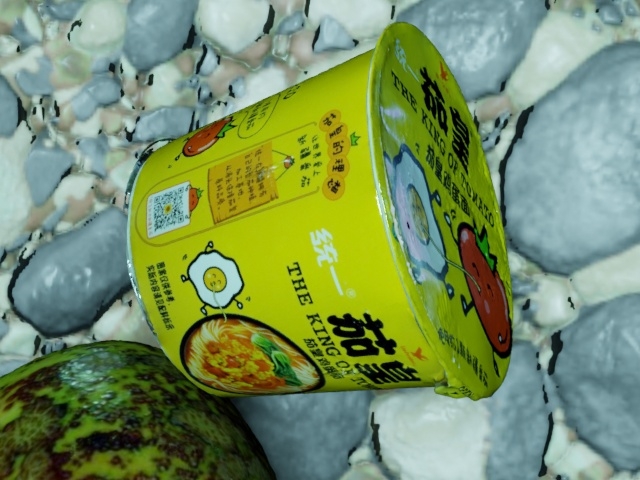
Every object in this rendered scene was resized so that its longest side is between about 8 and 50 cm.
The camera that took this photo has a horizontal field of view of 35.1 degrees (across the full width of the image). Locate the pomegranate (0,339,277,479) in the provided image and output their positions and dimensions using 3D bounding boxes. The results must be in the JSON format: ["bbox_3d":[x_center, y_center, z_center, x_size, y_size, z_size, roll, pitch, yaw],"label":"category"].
[{"bbox_3d":[-0.144,0.171,0.497,0.222,0.277,0.203,-3,106,47],"label":"pomegranate"}]

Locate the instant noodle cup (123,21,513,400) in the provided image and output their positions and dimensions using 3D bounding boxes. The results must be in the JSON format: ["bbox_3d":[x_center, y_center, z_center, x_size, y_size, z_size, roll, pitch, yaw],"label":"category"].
[{"bbox_3d":[0.000,0.000,0.504,0.144,0.182,0.182,-14,93,23],"label":"instant noodle cup"}]
